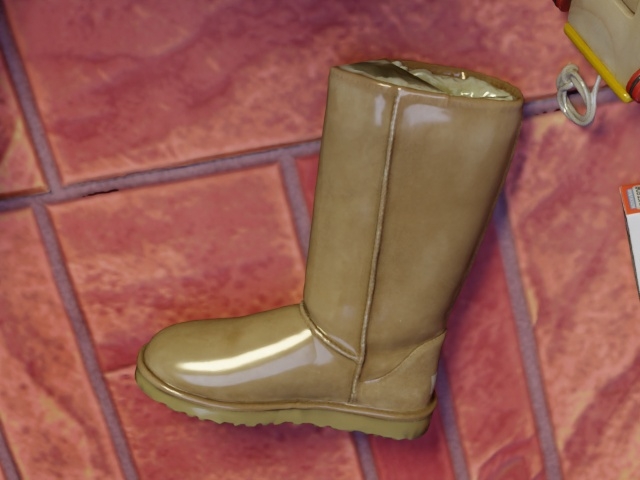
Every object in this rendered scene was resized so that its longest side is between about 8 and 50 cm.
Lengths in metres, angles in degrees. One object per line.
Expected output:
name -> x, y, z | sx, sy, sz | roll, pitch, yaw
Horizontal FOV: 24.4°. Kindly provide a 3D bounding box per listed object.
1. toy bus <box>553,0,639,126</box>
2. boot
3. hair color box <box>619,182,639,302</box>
toy bus -> 0.219, -0.169, 0.915 | 0.104, 0.202, 0.191 | -23, 107, -16
boot -> 0.000, 0.000, 1.042 | 0.236, 0.089, 0.269 | 6, 117, -8
hair color box -> 0.298, -0.003, 1.019 | 0.167, 0.053, 0.093 | -10, 115, 10
